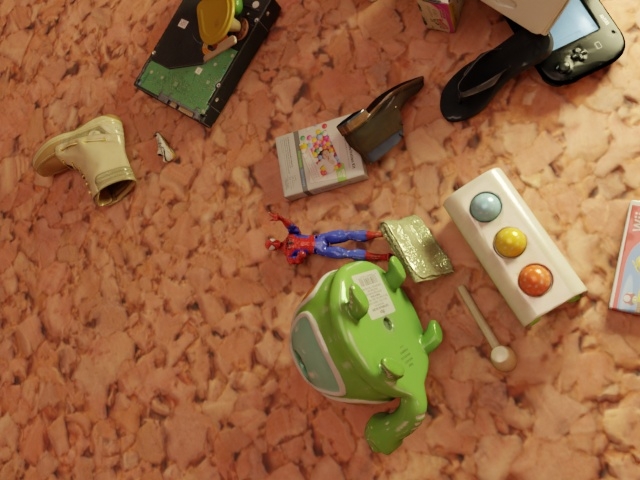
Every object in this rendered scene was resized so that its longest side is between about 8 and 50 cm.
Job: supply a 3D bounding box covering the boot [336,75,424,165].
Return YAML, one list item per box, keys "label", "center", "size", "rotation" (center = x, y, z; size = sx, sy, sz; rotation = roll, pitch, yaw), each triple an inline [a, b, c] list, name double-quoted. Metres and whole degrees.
- label: "boot"
  center: [0.146, -0.253, 1.374]
  size: [0.219, 0.082, 0.106]
  rotation: [-35, 104, -10]

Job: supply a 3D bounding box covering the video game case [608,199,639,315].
- label: "video game case"
  center: [0.664, 0.051, 1.121]
  size: [0.285, 0.025, 0.204]
  rotation: [11, 83, 23]

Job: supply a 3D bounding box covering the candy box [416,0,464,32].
- label: "candy box"
  center: [0.267, -0.562, 1.325]
  size: [0.071, 0.159, 0.233]
  rotation: [18, 92, 17]

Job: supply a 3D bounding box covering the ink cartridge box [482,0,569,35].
- label: "ink cartridge box"
  center: [0.414, -0.556, 1.223]
  size: [0.211, 0.121, 0.289]
  rotation: [33, 67, 6]

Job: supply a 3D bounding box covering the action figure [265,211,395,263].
- label: "action figure"
  center: [0.000, 0.000, 1.335]
  size: [0.281, 0.139, 0.091]
  rotation: [-2, 76, 23]

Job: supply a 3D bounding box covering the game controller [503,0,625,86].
- label: "game controller"
  center: [0.456, -0.454, 1.294]
  size: [0.167, 0.067, 0.319]
  rotation: [-28, 70, 13]

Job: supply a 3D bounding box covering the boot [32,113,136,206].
- label: "boot"
  center: [-0.584, -0.169, 1.621]
  size: [0.262, 0.095, 0.203]
  rotation: [-24, 72, 10]

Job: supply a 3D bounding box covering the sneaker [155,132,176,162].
- label: "sneaker"
  center: [-0.384, -0.224, 1.587]
  size: [0.037, 0.032, 0.083]
  rotation: [-38, 67, 9]

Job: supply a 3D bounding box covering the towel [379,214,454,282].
- label: "towel"
  center: [0.188, 0.014, 1.277]
  size: [0.148, 0.110, 0.027]
  rotation: [59, 140, 24]

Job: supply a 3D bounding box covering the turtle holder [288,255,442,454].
- label: "turtle holder"
  center: [0.084, 0.204, 1.222]
  size: [0.227, 0.243, 0.320]
  rotation: [-31, 108, 35]

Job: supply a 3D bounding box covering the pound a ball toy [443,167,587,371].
- label: "pound a ball toy"
  center: [0.327, 0.053, 1.191]
  size: [0.208, 0.136, 0.319]
  rotation: [-33, 68, 11]

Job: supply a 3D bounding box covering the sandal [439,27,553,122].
- label: "sandal"
  center: [0.330, -0.334, 1.289]
  size: [0.254, 0.055, 0.097]
  rotation: [-39, 65, 31]

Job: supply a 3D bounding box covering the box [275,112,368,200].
- label: "box"
  center: [0.001, -0.179, 1.424]
  size: [0.186, 0.038, 0.145]
  rotation: [-14, 74, 17]

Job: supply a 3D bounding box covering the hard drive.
- label: "hard drive"
  center: [-0.274, -0.465, 1.582]
  size: [0.237, 0.064, 0.338]
  rotation: [30, 89, 24]

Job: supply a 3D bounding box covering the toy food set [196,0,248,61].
- label: "toy food set"
  center: [-0.216, -0.507, 1.505]
  size: [0.128, 0.071, 0.217]
  rotation: [-24, 67, 40]
